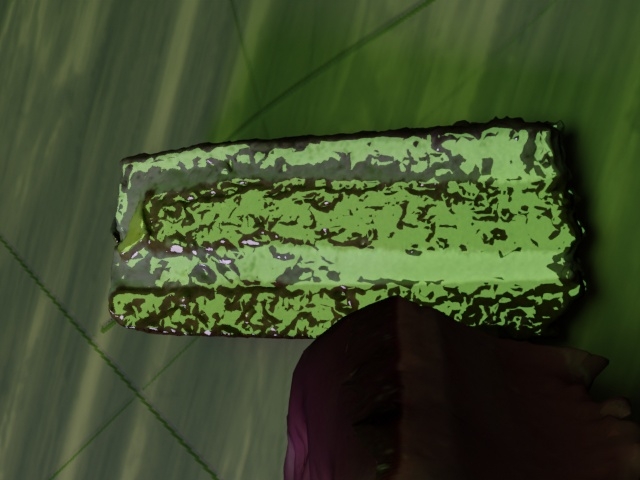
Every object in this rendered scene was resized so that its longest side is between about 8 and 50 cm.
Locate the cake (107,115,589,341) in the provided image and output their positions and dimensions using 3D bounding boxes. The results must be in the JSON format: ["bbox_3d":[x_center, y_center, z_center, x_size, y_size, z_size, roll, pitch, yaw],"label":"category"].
[{"bbox_3d":[0.000,0.000,0.772,0.295,0.112,0.116,-4,88,35],"label":"cake"}]

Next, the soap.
[{"bbox_3d":[0.044,0.145,0.587,0.325,0.127,0.220,-94,15,-71],"label":"soap"}]
